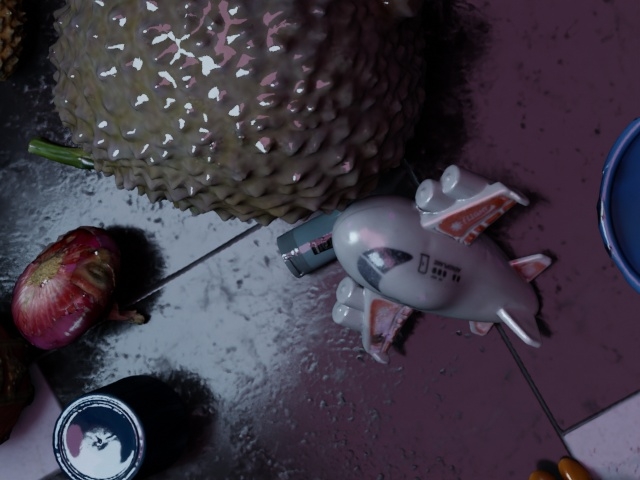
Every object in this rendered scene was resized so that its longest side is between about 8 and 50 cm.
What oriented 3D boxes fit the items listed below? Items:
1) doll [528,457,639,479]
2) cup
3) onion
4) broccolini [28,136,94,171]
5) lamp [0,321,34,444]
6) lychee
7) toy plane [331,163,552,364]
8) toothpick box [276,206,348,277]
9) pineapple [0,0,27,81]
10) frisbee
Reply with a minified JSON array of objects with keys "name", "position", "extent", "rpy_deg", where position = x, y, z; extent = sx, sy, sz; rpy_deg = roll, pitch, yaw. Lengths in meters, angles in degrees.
[{"name":"doll","position":[0.309,0.302,1.623],"extent":[0.221,0.143,0.135],"rpy_deg":[25,131,10]},{"name":"cup","position":[-0.215,0.228,1.733],"extent":[0.113,0.138,0.150],"rpy_deg":[-14,88,13]},{"name":"onion","position":[-0.258,0.067,1.762],"extent":[0.150,0.150,0.140],"rpy_deg":[-46,122,10]},{"name":"broccolini","position":[-0.217,-0.091,1.781],"extent":[0.239,0.051,0.054],"rpy_deg":[6,49,18]},{"name":"lamp","position":[-0.423,0.152,1.709],"extent":[0.177,0.274,0.177],"rpy_deg":[-1,86,18]},{"name":"lychee","position":[-0.072,-0.195,1.581],"extent":[0.432,0.380,0.380],"rpy_deg":[-17,87,34]},{"name":"toy plane","position":[0.123,0.031,1.629],"extent":[0.252,0.118,0.252],"rpy_deg":[-4,130,-5]},{"name":"toothpick box","position":[0.000,0.000,1.723],"extent":[0.083,0.052,0.052],"rpy_deg":[-28,85,11]},{"name":"pineapple","position":[-0.367,-0.322,1.766],"extent":[0.130,0.119,0.277],"rpy_deg":[17,94,5]},{"name":"frisbee","position":[0.407,-0.038,1.633],"extent":[0.242,0.045,0.242],"rpy_deg":[0,92,13]}]
